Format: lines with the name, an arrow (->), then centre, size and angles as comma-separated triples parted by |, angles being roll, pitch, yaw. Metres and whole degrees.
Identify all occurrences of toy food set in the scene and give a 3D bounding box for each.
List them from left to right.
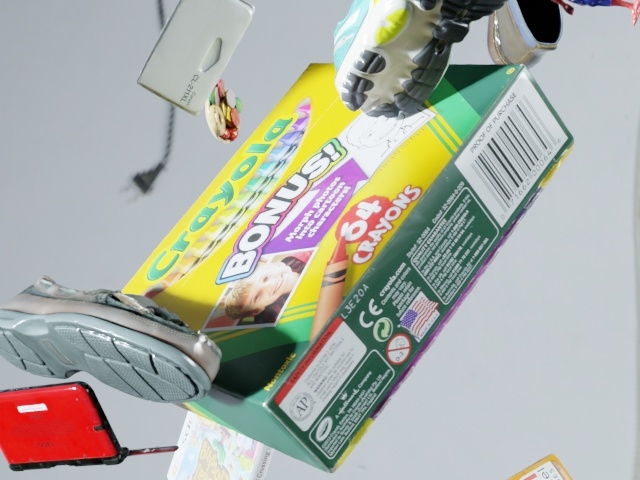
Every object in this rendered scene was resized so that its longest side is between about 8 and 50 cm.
toy food set -> -0.127, -0.168, 1.691 | 0.020, 0.083, 0.082 | -8, 68, 22

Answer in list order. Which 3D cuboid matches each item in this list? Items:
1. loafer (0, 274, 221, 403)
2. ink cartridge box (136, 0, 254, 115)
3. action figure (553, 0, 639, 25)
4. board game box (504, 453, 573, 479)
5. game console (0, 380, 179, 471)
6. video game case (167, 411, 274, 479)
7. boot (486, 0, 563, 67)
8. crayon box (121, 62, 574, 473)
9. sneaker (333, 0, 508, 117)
loafer -> -0.174, 0.066, 1.042 | 0.267, 0.096, 0.084 | 3, 49, 42
ink cartridge box -> -0.133, -0.208, 1.361 | 0.072, 0.175, 0.127 | 29, 95, -10
action figure -> 0.202, -0.202, 1.044 | 0.115, 0.038, 0.030 | 21, 80, 17
board game box -> 0.160, 0.519, 1.406 | 0.356, 0.356, 0.356 | -23, 68, -30
game console -> -0.228, 0.173, 1.216 | 0.144, 0.085, 0.124 | -10, 111, 33
video game case -> -0.112, 0.233, 1.491 | 0.212, 0.023, 0.193 | 34, 108, 61
boot -> 0.206, -0.280, 1.272 | 0.082, 0.106, 0.219 | -7, 95, -10
crayon box -> 0.000, 0.000, 1.154 | 0.363, 0.106, 0.313 | -52, 32, -18
sneaker -> 0.084, -0.222, 1.043 | 0.275, 0.107, 0.110 | -49, 39, 40
